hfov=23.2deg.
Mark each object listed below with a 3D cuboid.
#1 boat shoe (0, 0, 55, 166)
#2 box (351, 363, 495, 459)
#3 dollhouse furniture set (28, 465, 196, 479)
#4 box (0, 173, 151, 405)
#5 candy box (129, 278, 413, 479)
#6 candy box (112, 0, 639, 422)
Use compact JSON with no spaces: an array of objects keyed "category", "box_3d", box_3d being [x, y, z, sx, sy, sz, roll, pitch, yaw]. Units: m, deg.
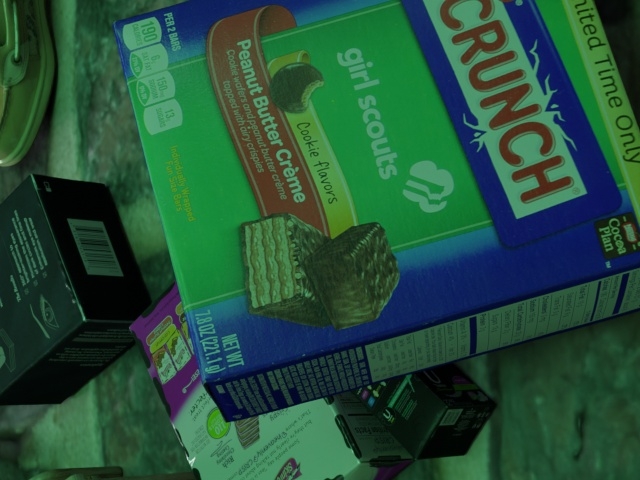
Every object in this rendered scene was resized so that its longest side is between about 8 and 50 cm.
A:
[{"category":"boat shoe","box_3d":[-0.320,-0.216,1.513,0.104,0.089,0.285,-1,86,41]},{"category":"box","box_3d":[0.075,0.116,1.155,0.083,0.062,0.052,44,115,35]},{"category":"dollhouse furniture set","box_3d":[-0.202,0.292,1.318,0.242,0.161,0.212,-37,63,33]},{"category":"box","box_3d":[-0.252,0.048,1.428,0.158,0.093,0.156,-38,63,31]},{"category":"candy box","box_3d":[-0.045,0.121,1.254,0.159,0.071,0.233,-43,60,30]},{"category":"candy box","box_3d":[0.049,-0.053,1.050,0.317,0.122,0.268,-16,71,-1]}]
